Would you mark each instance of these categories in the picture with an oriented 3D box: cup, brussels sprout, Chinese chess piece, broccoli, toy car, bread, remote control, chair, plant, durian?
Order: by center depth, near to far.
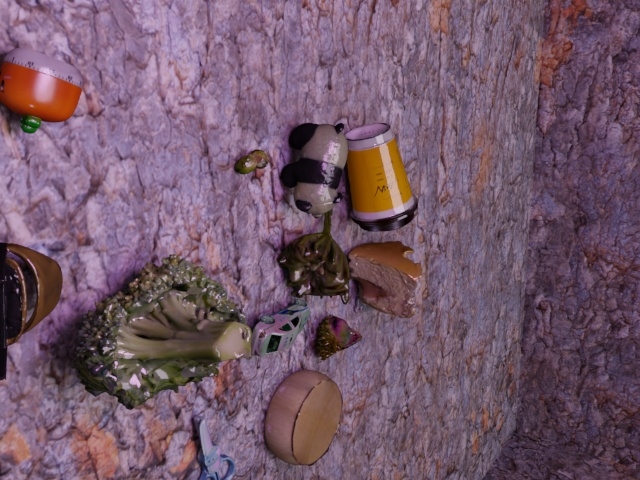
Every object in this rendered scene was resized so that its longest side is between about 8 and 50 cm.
[{"bbox_3d":[-0.504,0.095,1.072,0.247,0.172,0.159,-124,-143,-74],"label":"chair"},{"bbox_3d":[-0.287,0.155,1.321,0.375,0.302,0.249,0,62,-52],"label":"broccoli"},{"bbox_3d":[-0.153,-0.177,1.602,0.083,0.046,0.051,-38,172,-44],"label":"brussels sprout"},{"bbox_3d":[-0.092,0.223,1.783,0.224,0.076,0.090,-22,136,-52],"label":"toy car"},{"bbox_3d":[0.034,0.002,1.849,0.334,0.180,0.251,-61,155,-30],"label":"plant"},{"bbox_3d":[-0.043,0.485,1.941,0.257,0.104,0.257,-26,121,-52],"label":"Chinese chess piece"},{"bbox_3d":[0.157,-0.173,1.965,0.196,0.196,0.280,-40,123,-43],"label":"cup"},{"bbox_3d":[0.031,0.269,2.016,0.108,0.119,0.186,62,22,7],"label":"durian"},{"bbox_3d":[0.218,0.097,2.120,0.211,0.223,0.184,-39,138,-54],"label":"bread"},{"bbox_3d":[0.162,0.195,2.231,0.184,0.027,0.050,-1,100,-52],"label":"remote control"}]

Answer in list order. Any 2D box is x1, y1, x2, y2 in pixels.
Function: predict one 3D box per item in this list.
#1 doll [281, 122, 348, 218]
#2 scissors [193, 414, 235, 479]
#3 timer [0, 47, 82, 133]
[{"bbox_3d":[-0.007,-0.173,1.714,0.143,0.135,0.234,14,92,-25],"label":"doll"},{"bbox_3d":[-0.264,0.509,1.680,0.125,0.030,0.256,-42,136,-41],"label":"scissors"},{"bbox_3d":[-0.442,-0.228,1.107,0.136,0.099,0.136,-21,122,-38],"label":"timer"}]
